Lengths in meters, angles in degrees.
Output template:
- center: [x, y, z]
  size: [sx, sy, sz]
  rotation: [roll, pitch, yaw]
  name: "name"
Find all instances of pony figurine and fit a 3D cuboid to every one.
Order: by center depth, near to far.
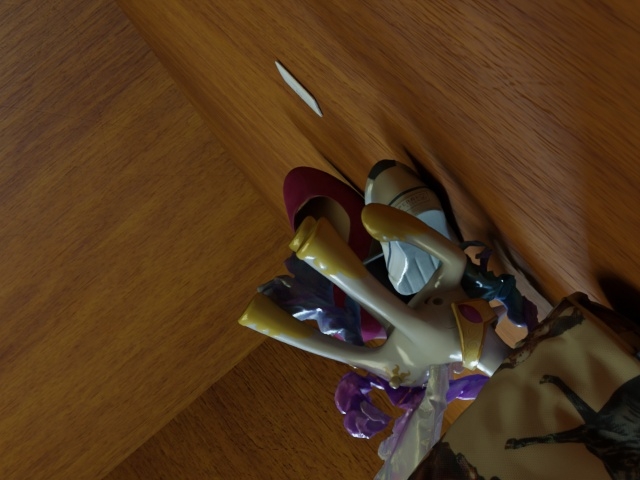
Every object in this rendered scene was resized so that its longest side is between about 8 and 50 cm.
- center: [0.104, 0.125, 1.405]
  size: [0.363, 0.302, 0.351]
  rotation: [33, 146, -6]
  name: "pony figurine"

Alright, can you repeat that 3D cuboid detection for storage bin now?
- center: [0.124, 0.041, 1.800]
  size: [0.135, 0.098, 0.091]
  rotation: [51, -157, -24]
  name: "storage bin"

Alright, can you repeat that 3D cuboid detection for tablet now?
- center: [-0.029, -0.201, 1.734]
  size: [0.083, 0.006, 0.054]
  rotation: [48, 176, 25]
  name: "tablet"

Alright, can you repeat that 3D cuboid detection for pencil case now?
- center: [0.150, 0.242, 1.067]
  size: [0.183, 0.410, 0.160]
  rotation: [41, -179, 40]
  name: "pencil case"

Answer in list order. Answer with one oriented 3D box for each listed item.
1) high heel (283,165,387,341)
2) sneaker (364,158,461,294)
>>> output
- center: [0.000, 0.000, 1.912]
  size: [0.181, 0.127, 0.377]
  rotation: [15, -153, -44]
  name: "high heel"
- center: [0.106, -0.018, 1.515]
  size: [0.258, 0.094, 0.091]
  rotation: [77, 167, -65]
  name: "sneaker"
